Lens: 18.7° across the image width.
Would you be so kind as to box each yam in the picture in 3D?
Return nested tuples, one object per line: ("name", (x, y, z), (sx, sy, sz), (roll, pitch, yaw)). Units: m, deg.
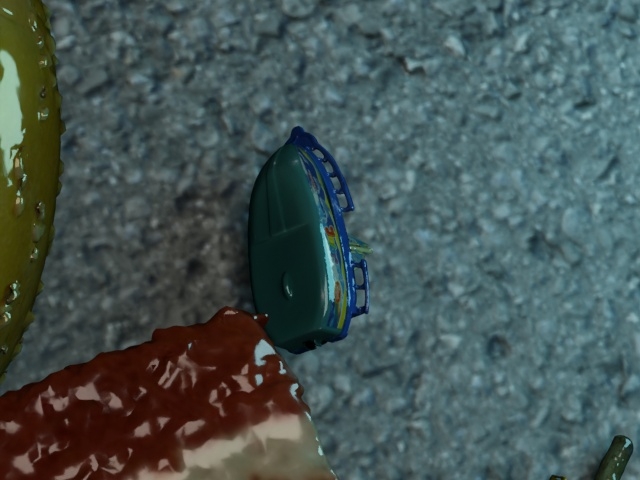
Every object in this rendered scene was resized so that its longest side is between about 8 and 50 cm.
("yam", (0.183, 0.243, 1.418), (0.234, 0.029, 0.027), (-62, 141, -24))

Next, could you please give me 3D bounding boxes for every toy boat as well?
("toy boat", (0.000, 0.000, 1.418), (0.110, 0.091, 0.175), (17, 58, -51))

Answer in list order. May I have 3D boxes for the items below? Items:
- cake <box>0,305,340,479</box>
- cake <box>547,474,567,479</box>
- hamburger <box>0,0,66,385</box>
("cake", (-0.104, 0.251, 1.142), (0.270, 0.269, 0.319), (-19, 68, -16))
("cake", (0.126, 0.239, 1.396), (0.080, 0.116, 0.185), (27, 97, -5))
("hamburger", (-0.293, -0.082, 1.221), (0.268, 0.287, 0.445), (6, 72, -20))
